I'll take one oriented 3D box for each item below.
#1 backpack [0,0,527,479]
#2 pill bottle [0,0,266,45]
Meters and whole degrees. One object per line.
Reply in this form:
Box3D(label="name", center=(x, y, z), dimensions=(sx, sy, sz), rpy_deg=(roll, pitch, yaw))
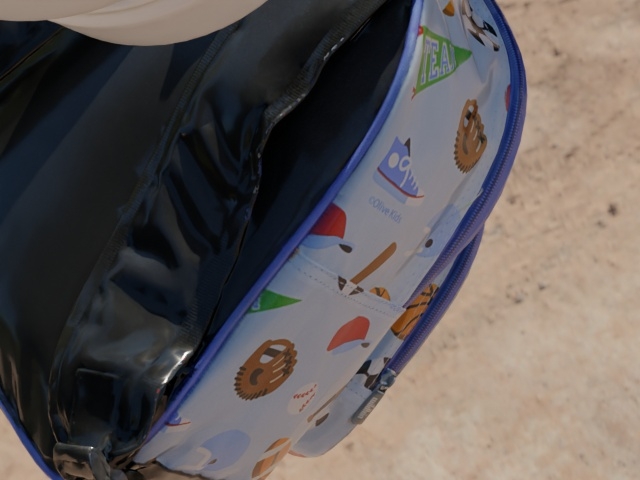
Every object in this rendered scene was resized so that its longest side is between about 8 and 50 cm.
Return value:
Box3D(label="backpack", center=(-0.039, -0.040, 0.619), dimensions=(0.263, 0.213, 0.276), rpy_deg=(-53, 57, 15))
Box3D(label="pill bottle", center=(-0.098, -0.146, 0.334), dimensions=(0.161, 0.283, 0.161), rpy_deg=(-2, 84, 18))
